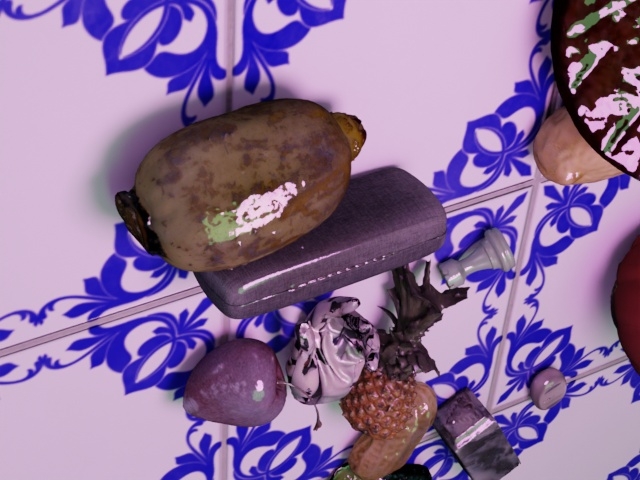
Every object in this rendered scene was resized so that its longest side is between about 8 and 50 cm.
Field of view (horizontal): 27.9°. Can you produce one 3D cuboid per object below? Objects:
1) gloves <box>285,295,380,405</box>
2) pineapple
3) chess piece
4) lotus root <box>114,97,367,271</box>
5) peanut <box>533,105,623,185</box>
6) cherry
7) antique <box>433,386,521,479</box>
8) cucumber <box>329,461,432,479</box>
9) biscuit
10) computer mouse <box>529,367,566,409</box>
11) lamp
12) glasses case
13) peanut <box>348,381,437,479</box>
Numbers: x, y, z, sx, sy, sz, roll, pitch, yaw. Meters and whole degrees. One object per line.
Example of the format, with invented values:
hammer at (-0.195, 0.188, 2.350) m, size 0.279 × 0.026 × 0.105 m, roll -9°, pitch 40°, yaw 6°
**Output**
gloves at (0.018, 0.141, 1.767) m, size 0.127 × 0.111 × 0.212 m, roll 15°, pitch 128°, yaw -6°
pineapple at (0.114, 0.153, 1.850) m, size 0.119 × 0.130 × 0.277 m, roll 15°, pitch 123°, yaw -11°
chess piece at (0.223, 0.032, 1.858) m, size 0.103 × 0.067 × 0.067 m, roll -28°, pitch 139°, yaw -1°
lotus root at (-0.076, -0.076, 1.471) m, size 0.309 × 0.173 × 0.173 m, roll -25°, pitch 138°, yaw -20°
peanut at (0.435, -0.182, 1.759) m, size 0.318 × 0.148 × 0.147 m, roll -30°, pitch 140°, yaw 8°
cherry at (-0.103, 0.214, 1.735) m, size 0.148 × 0.115 × 0.188 m, roll -36°, pitch 141°, yaw -15°
antique at (0.253, 0.327, 2.125) m, size 0.086 × 0.088 × 0.183 m, roll -37°, pitch 139°, yaw -3°
cucumber at (0.113, 0.387, 2.098) m, size 0.220 × 0.070 × 0.046 m, roll 9°, pitch 91°, yaw -44°
biscuit at (0.489, -0.259, 1.623) m, size 0.407 × 0.091 × 0.408 m, roll 0°, pitch 107°, yaw -2°
computer mouse at (0.385, 0.249, 2.192) m, size 0.066 × 0.039 × 0.096 m, roll -32°, pitch 147°, yaw -9°
lamp at (0.599, 0.105, 2.046) m, size 0.303 × 0.257 × 0.303 m, roll 0°, pitch 89°, yaw -46°
glasses case at (0.000, 0.000, 1.603) m, size 0.323 × 0.131 × 0.074 m, roll -19°, pitch 133°, yaw -23°
peanut at (0.110, 0.299, 1.995) m, size 0.093 × 0.083 × 0.194 m, roll 18°, pitch 115°, yaw -44°
